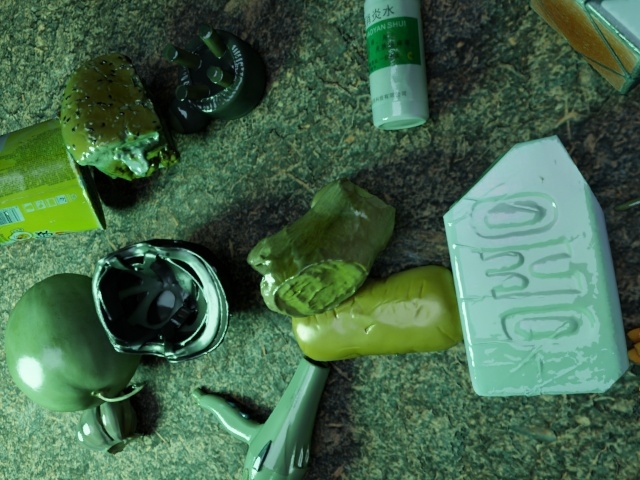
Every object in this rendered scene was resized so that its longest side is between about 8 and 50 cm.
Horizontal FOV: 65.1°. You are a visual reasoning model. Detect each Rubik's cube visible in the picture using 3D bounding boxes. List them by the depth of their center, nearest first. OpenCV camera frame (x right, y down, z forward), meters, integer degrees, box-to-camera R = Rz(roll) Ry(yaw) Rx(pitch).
[{"bbox_3d":[0.400,-0.338,0.613,0.205,0.205,0.207,-42,75,21],"label":"Rubik's cube"}]

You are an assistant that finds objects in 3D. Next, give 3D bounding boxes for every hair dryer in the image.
[{"bbox_3d":[-0.102,0.315,0.963,0.295,0.119,0.298,-50,60,13],"label":"hair dryer"}]

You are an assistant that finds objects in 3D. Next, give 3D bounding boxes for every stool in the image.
[{"bbox_3d":[-0.207,-0.292,0.941,0.153,0.139,0.227,32,105,18],"label":"stool"}]

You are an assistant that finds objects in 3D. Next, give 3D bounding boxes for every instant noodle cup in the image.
[{"bbox_3d":[-0.582,-0.114,1.030,0.200,0.264,0.264,-20,83,-17],"label":"instant noodle cup"}]

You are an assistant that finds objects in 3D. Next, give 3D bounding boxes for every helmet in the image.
[{"bbox_3d":[-0.275,0.103,0.978,0.306,0.177,0.224,2,100,16],"label":"helmet"}]

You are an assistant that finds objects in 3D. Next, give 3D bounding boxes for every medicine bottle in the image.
[{"bbox_3d":[0.121,-0.315,0.809,0.095,0.095,0.259,-3,90,26],"label":"medicine bottle"}]

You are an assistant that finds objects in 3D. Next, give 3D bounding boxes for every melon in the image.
[{"bbox_3d":[-0.511,0.212,1.055,0.272,0.272,0.307,-40,45,22],"label":"melon"}]

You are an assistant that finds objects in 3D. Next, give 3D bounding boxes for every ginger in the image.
[{"bbox_3d":[0.000,0.000,0.844,0.276,0.130,0.221,-20,53,19],"label":"ginger"}]

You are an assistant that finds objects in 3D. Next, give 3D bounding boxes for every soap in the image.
[{"bbox_3d":[0.303,0.036,0.729,0.209,0.115,0.346,-9,89,22],"label":"soap"}]

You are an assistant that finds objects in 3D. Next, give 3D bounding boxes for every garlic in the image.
[{"bbox_3d":[-0.481,0.376,1.131,0.131,0.127,0.194,-30,61,27],"label":"garlic"}]

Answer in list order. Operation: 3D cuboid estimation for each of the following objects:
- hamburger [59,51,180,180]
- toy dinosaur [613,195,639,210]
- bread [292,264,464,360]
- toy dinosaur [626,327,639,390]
[{"bbox_3d":[-0.392,-0.224,0.963,0.193,0.167,0.287,-24,63,-15],"label":"hamburger"},{"bbox_3d":[0.552,-0.086,0.634,0.252,0.072,0.199,19,111,13],"label":"toy dinosaur"},{"bbox_3d":[0.088,0.132,0.856,0.306,0.091,0.141,-14,82,25],"label":"bread"},{"bbox_3d":[0.484,0.161,0.683,0.117,0.070,0.287,-15,82,26],"label":"toy dinosaur"}]
